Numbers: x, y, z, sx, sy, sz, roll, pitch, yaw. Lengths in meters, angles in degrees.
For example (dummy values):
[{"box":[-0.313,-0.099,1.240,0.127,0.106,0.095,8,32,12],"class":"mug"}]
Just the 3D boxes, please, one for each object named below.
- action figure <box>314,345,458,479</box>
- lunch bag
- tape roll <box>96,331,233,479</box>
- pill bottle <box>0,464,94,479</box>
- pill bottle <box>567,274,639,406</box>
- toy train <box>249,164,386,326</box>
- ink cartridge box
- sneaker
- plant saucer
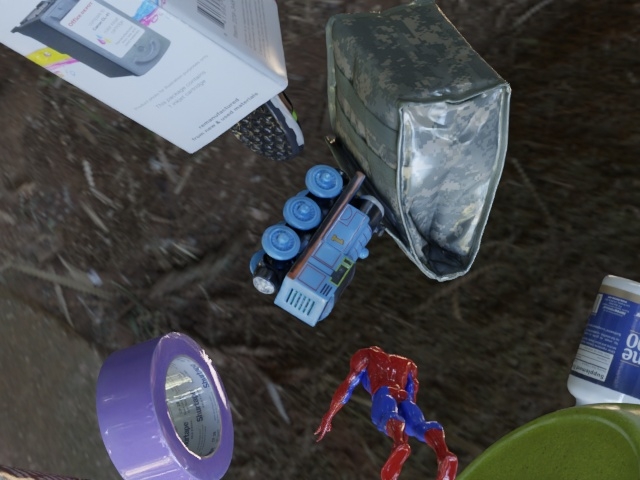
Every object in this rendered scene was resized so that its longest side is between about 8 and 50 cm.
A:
[{"box":[0.068,0.215,1.479,0.091,0.280,0.139,17,110,-14],"class":"action figure"},{"box":[0.111,-0.116,1.642,0.169,0.235,0.287,-13,130,-14],"class":"lunch bag"},{"box":[-0.187,0.212,1.620,0.080,0.189,0.189,-19,109,21],"class":"tape roll"},{"box":[-0.220,0.281,0.976,0.392,0.224,0.224,23,92,-47],"class":"pill bottle"},{"box":[0.222,0.091,0.981,0.067,0.067,0.120,20,89,-21],"class":"pill bottle"},{"box":[0.000,0.000,1.438,0.105,0.080,0.184,33,56,3],"class":"toy train"},{"box":[-0.183,-0.247,1.138,0.131,0.226,0.306,-33,136,31],"class":"ink cartridge box"},{"box":[-0.074,-0.193,1.400,0.097,0.084,0.235,-52,121,-33],"class":"sneaker"},{"box":[0.127,0.183,0.792,0.241,0.241,0.037,-47,110,-6],"class":"plant saucer"}]
